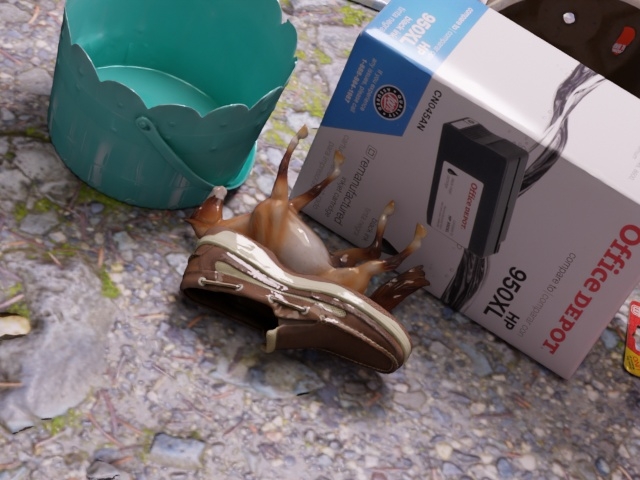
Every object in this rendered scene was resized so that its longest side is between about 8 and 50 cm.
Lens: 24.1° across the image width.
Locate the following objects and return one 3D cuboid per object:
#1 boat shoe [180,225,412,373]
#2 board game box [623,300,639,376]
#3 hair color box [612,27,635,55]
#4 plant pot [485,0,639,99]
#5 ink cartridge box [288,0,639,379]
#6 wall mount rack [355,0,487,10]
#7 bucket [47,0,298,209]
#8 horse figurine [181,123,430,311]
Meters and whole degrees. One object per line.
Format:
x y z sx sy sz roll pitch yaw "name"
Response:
-0.032 0.087 1.596 0.257 0.095 0.095 26 58 9 "boat shoe"
0.489 0.151 1.798 0.259 0.039 0.124 20 44 -2 "board game box"
0.438 -0.329 2.123 0.053 0.167 0.093 8 46 -16 "hair color box"
0.314 -0.226 1.900 0.333 0.334 0.305 22 32 -4 "plant pot"
0.199 -0.071 1.692 0.395 0.285 0.166 32 46 8 "ink cartridge box"
0.086 -0.365 2.030 0.350 0.130 0.304 19 47 -5 "wall mount rack"
-0.174 -0.181 1.704 0.281 0.183 0.281 12 46 -13 "bucket"
0.000 0.000 1.657 0.263 0.174 0.066 40 4 -8 "horse figurine"
